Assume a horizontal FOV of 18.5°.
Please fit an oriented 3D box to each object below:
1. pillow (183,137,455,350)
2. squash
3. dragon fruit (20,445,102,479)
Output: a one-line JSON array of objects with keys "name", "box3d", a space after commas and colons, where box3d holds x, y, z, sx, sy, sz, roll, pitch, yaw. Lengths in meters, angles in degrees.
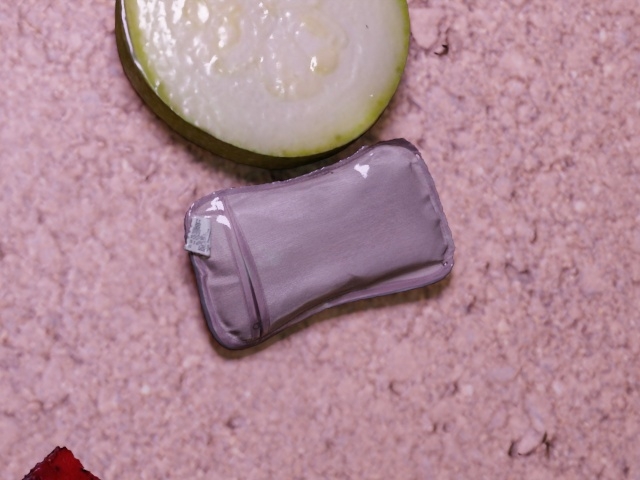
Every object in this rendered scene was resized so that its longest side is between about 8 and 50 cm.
[{"name": "pillow", "box3d": [0.000, 0.000, 1.600, 0.233, 0.038, 0.130, -19, 94, -23]}, {"name": "squash", "box3d": [-0.047, -0.186, 1.620, 0.252, 0.049, 0.252, 4, 77, -18]}, {"name": "dragon fruit", "box3d": [-0.171, 0.253, 1.491, 0.192, 0.122, 0.092, 35, 110, -15]}]
